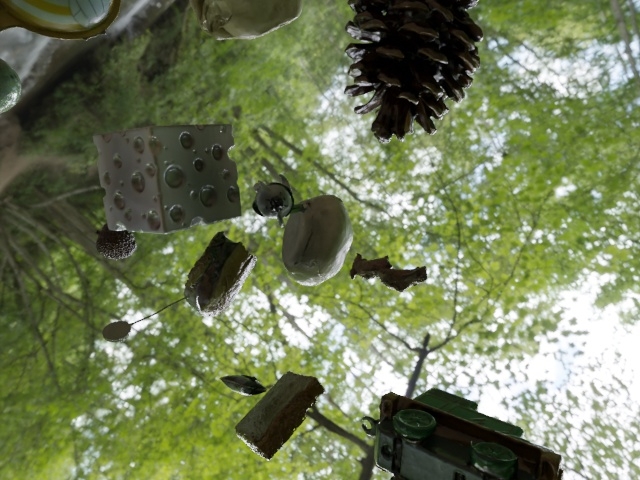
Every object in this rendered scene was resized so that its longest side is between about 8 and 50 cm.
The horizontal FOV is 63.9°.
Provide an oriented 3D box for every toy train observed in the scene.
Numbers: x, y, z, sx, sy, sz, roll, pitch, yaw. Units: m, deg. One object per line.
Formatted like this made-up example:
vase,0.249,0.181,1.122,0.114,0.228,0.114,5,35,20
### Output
toy train,0.281,0.416,0.995,0.429,0.249,0.178,11,-78,38

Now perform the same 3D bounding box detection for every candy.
candy,0.000,0.000,1.585,0.295,0.185,0.295,-33,-130,50

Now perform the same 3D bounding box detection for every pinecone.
pinecone,0.114,-0.228,0.643,0.169,0.185,0.212,1,-101,11

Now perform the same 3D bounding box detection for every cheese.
cheese,-0.363,-0.313,0.629,0.270,0.177,0.069,-41,-170,-35

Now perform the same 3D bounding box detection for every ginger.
ginger,0.243,0.114,1.830,0.290,0.084,0.122,10,-127,27

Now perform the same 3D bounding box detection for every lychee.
lychee,-0.651,0.001,1.637,0.123,0.129,0.123,-13,-109,41

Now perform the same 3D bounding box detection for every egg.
egg,-0.900,-0.406,1.315,0.169,0.236,0.169,-172,-90,-76

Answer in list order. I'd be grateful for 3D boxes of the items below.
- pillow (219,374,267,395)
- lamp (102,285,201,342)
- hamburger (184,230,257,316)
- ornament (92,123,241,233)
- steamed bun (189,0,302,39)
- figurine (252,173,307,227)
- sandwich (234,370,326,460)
pillow,-0.227,0.423,1.505,0.091,0.055,0.136,-11,-176,-44
lamp,-0.319,0.151,0.987,0.050,0.056,0.198,31,-140,33
hamburger,-0.272,0.100,1.362,0.211,0.132,0.309,-61,-174,-13
ornament,-0.369,-0.157,1.259,0.240,0.239,0.239,4,-167,38
steamed bun,-0.211,-0.668,1.342,0.276,0.203,0.289,-26,-135,-6
figurine,-0.129,-0.113,1.418,0.126,0.147,0.192,-34,-161,-4
sandwich,-0.123,0.495,1.496,0.251,0.087,0.226,-44,-170,-24
